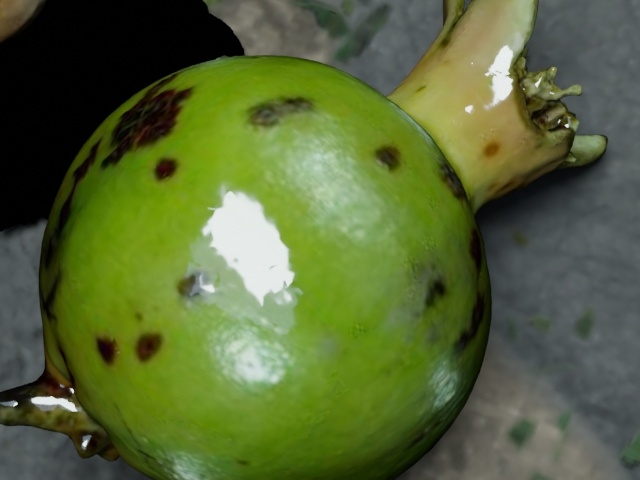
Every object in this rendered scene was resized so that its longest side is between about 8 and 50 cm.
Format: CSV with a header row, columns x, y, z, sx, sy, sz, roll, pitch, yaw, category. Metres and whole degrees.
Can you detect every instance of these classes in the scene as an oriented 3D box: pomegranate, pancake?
x,y,z,sx,sy,sz,roll,pitch,yaw,category
-0.001,-0.012,0.427,0.156,0.156,0.220,26,72,12,pomegranate
-0.086,-0.051,0.507,0.129,0.022,0.116,19,88,8,pancake

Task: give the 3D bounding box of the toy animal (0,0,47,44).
x,y,z,sx,sy,sz,roll,pitch,yaw,category
-0.151,-0.145,0.494,0.179,0.089,0.188,-22,63,0,toy animal
